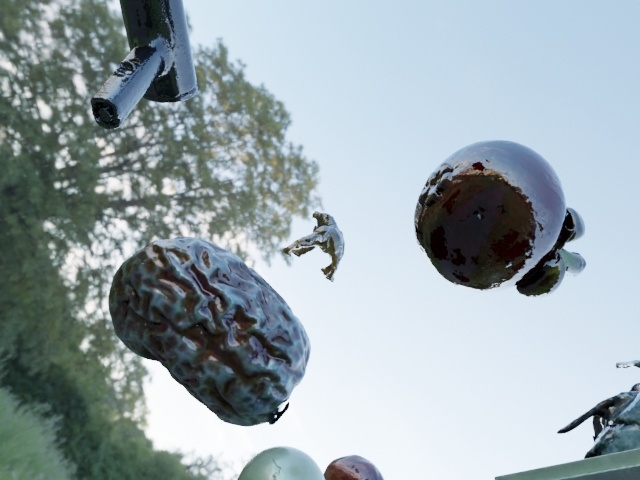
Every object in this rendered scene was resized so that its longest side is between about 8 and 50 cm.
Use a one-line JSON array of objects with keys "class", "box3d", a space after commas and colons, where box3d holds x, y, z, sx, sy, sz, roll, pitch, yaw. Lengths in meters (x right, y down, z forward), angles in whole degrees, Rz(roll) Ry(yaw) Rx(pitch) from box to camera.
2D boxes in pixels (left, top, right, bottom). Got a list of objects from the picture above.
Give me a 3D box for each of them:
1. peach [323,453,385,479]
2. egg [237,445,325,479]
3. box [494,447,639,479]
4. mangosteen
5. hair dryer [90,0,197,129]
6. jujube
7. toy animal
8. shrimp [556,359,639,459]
[{"class": "peach", "box3d": [0.076, 0.477, 0.955, 0.152, 0.152, 0.152, 38, -42, 46]}, {"class": "egg", "box3d": [-0.049, 0.312, 0.645, 0.114, 0.114, 0.152, 55, -13, 28]}, {"class": "box", "box3d": [0.269, 0.266, 0.364, 0.225, 0.117, 0.225, -38, -132, 41]}, {"class": "mangosteen", "box3d": [0.256, -0.015, 0.729, 0.257, 0.215, 0.215, 32, -25, -14]}, {"class": "hair dryer", "box3d": [-0.236, -0.236, 0.694, 0.197, 0.089, 0.251, 95, 1, -47]}, {"class": "jujube", "box3d": [-0.160, 0.133, 0.796, 0.317, 0.226, 0.226, 43, -32, 2]}, {"class": "toy animal", "box3d": [0.007, 0.005, 1.022, 0.114, 0.116, 0.255, 33, 0, 2]}, {"class": "shrimp", "box3d": [0.381, 0.178, 0.514, 0.410, 0.166, 0.221, -53, -155, 13]}]
